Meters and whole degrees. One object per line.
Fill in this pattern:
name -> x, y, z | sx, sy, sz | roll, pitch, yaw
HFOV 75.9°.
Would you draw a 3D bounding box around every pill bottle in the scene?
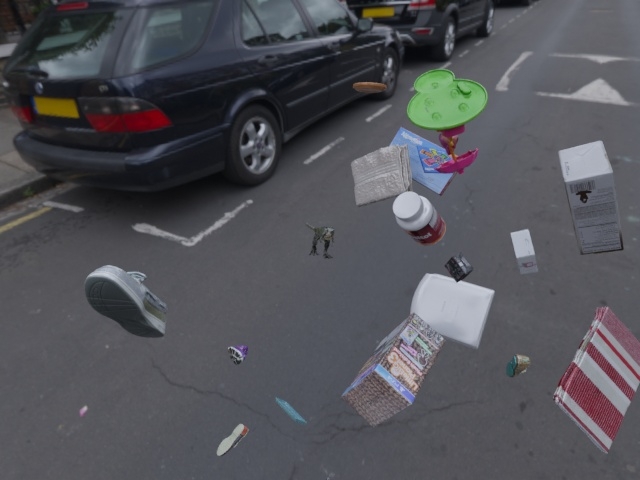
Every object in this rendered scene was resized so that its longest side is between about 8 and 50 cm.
pill bottle -> 0.226, -0.050, 0.945 | 0.086, 0.152, 0.085 | -15, 61, 29

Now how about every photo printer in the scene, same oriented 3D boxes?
photo printer -> 0.542, 0.285, 1.732 | 0.308, 0.255, 0.107 | 17, -5, 27

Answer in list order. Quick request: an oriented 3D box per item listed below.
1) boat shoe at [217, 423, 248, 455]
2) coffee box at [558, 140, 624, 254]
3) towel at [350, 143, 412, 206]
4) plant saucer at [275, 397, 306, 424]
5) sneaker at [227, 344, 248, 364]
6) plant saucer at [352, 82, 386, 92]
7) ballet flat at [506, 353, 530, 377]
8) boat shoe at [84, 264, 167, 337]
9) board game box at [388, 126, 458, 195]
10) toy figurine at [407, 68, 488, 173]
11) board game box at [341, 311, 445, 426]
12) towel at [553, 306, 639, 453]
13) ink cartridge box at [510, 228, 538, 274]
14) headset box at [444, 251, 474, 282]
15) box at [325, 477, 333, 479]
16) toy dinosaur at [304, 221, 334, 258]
boat shoe -> -0.331, 0.759, 1.552 | 0.137, 0.043, 0.049 | -46, 40, -18
coffee box -> 0.677, -0.101, 1.028 | 0.098, 0.246, 0.141 | -11, 38, 32
towel -> 0.218, -0.237, 1.524 | 0.049, 0.186, 0.282 | -2, -7, -38
plant saucer -> -0.132, 0.739, 1.778 | 0.192, 0.067, 0.018 | 16, 72, 57
sneaker -> -0.299, 0.410, 1.518 | 0.071, 0.068, 0.170 | -20, 0, -20
plant saucer -> 0.122, -0.379, 1.021 | 0.084, 0.013, 0.083 | 3, 11, -1
ballet flat -> 0.812, 0.518, 1.679 | 0.067, 0.206, 0.072 | -1, 63, 12
boat shoe -> -0.460, 0.143, 1.006 | 0.118, 0.320, 0.103 | -1, 57, 6
board game box -> 0.361, -0.290, 1.484 | 0.281, 0.145, 0.027 | 40, 16, 33
toy figurine -> 0.232, -0.201, 0.756 | 0.130, 0.159, 0.173 | -18, 49, 10
board game box -> 0.239, 0.415, 1.333 | 0.141, 0.232, 0.291 | 41, 46, 9
towel -> 0.790, 0.382, 1.146 | 0.329, 0.237, 0.037 | -50, 12, -19
ink cartridge box -> 0.611, 0.036, 1.229 | 0.052, 0.122, 0.088 | -14, 55, 24
headset box -> 0.390, 0.078, 1.164 | 0.032, 0.083, 0.062 | -27, 68, -12
box -> 0.114, 0.974, 1.452 | 0.296, 0.293, 0.073 | 23, 45, 3
toy dinosaur -> 0.000, 0.000, 1.454 | 0.064, 0.118, 0.268 | -2, 7, -21
